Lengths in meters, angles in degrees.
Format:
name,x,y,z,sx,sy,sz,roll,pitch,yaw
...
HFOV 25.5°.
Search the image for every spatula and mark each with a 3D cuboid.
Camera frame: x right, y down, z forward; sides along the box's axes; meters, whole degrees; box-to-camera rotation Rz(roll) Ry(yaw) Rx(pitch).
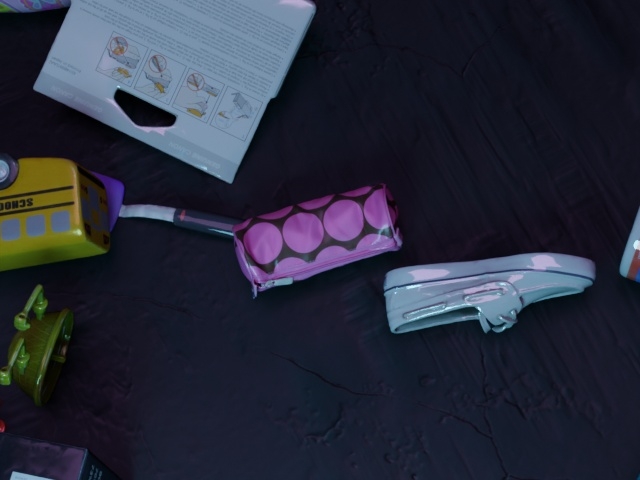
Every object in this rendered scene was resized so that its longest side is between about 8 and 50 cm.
name,x,y,z,sx,sy,sz,roll,pitch,yaw
spatula,-0.208,-0.033,1.825,0.296,0.030,0.084,11,71,10

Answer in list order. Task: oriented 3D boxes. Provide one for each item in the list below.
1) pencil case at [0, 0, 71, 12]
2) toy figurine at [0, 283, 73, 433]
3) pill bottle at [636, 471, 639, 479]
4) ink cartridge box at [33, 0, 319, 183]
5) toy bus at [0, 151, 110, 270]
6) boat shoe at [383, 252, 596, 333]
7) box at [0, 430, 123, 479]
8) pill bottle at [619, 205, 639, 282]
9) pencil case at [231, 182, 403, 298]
name,x,y,z,sx,sy,sz,roll,pitch,yaw
pencil case,-0.358,-0.381,1.937,0.284,0.124,0.124,-8,68,2
toy figurine,-0.450,0.219,1.673,0.217,0.191,0.362,8,68,14
pill bottle,0.451,0.237,1.584,0.146,0.146,0.264,25,73,15
ink cartridge box,-0.189,-0.255,1.855,0.296,0.066,0.261,26,99,-1
toy bus,-0.441,-0.026,1.789,0.333,0.108,0.130,-9,77,11
boat shoe,0.206,0.071,1.715,0.258,0.095,0.084,-7,71,15
box,-0.305,0.320,1.599,0.108,0.207,0.153,9,69,10
pill bottle,0.479,0.019,1.680,0.221,0.124,0.124,18,71,14
pencil case,0.000,0.000,1.758,0.209,0.095,0.098,-19,41,-2
